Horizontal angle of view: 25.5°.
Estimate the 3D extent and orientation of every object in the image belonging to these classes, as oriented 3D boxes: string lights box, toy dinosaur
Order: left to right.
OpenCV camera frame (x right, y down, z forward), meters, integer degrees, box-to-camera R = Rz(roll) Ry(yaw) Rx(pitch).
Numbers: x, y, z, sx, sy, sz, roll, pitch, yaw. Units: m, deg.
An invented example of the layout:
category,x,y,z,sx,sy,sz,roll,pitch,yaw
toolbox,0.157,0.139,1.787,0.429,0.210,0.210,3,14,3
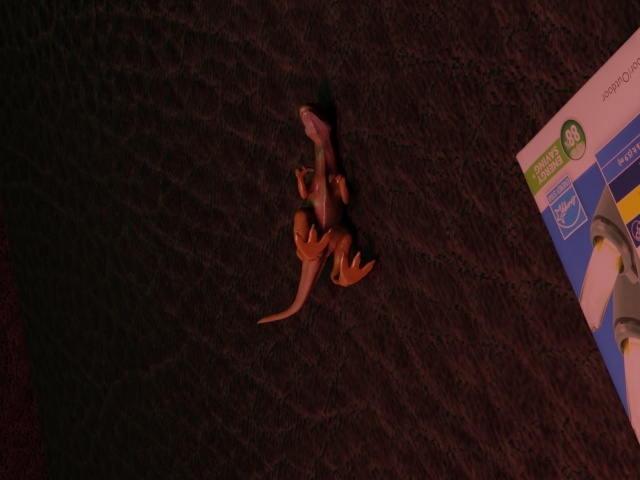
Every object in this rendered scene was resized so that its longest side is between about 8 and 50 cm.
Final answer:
category,x,y,z,sx,sy,sz,roll,pitch,yaw
toy dinosaur,0.000,0.000,1.098,0.112,0.064,0.212,-108,26,-63
string lights box,0.193,0.040,0.632,0.260,0.076,0.133,70,154,18
